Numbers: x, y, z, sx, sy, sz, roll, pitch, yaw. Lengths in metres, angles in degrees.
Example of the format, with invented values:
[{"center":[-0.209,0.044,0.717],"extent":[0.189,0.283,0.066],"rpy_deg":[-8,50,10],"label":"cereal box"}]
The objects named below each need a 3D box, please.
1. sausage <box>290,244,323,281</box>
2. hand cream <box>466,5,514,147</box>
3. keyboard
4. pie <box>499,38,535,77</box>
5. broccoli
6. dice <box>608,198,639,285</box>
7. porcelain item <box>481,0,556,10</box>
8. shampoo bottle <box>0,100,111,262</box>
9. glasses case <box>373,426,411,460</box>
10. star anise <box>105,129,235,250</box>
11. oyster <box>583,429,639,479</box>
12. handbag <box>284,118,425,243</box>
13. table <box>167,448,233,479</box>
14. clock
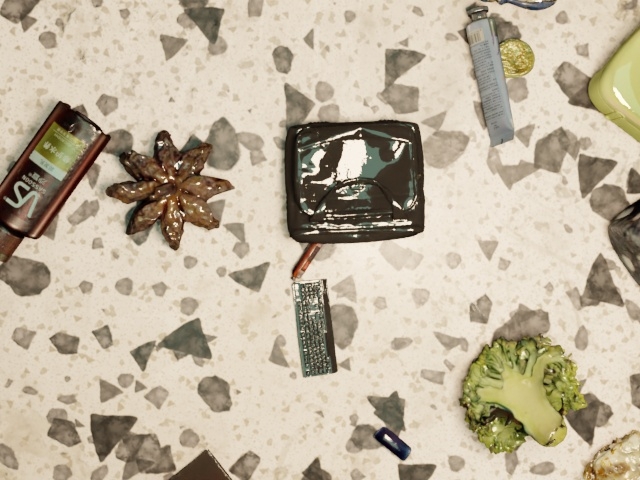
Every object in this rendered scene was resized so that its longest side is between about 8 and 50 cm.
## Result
[{"center":[0.000,0.000,1.620],"extent":[0.028,0.025,0.198],"rpy_deg":[33,93,-35],"label":"sausage"},{"center":[0.334,-0.323,1.589],"extent":[0.058,0.091,0.271],"rpy_deg":[-11,89,-21],"label":"hand cream"},{"center":[-0.011,0.178,1.634],"extent":[0.074,0.015,0.196],"rpy_deg":[-6,94,-2],"label":"keyboard"},{"center":[0.388,-0.364,1.614],"extent":[0.084,0.021,0.084],"rpy_deg":[0,92,2],"label":"pie"},{"center":[0.412,0.325,1.558],"extent":[0.242,0.273,0.180],"rpy_deg":[-42,127,2],"label":"broccoli"},{"center":[0.685,-0.003,1.562],"extent":[0.182,0.183,0.181],"rpy_deg":[-32,92,-1],"label":"dice"},{"center":[0.402,-0.592,1.558],"extent":[0.186,0.138,0.288],"rpy_deg":[5,98,15],"label":"porcelain item"},{"center":[-0.549,-0.107,1.569],"extent":[0.129,0.084,0.323],"rpy_deg":[37,92,0],"label":"shampoo bottle"},{"center":[0.149,0.415,1.647],"extent":[0.083,0.023,0.033],"rpy_deg":[39,92,-3],"label":"glasses case"},{"center":[-0.296,-0.095,1.569],"extent":[0.236,0.109,0.223],"rpy_deg":[-29,98,-2],"label":"star anise"},{"center":[0.599,0.451,1.648],"extent":[0.148,0.051,0.103],"rpy_deg":[-13,91,-16],"label":"oyster"},{"center":[0.068,-0.116,1.575],"extent":[0.275,0.088,0.244],"rpy_deg":[-1,86,-3],"label":"handbag"},{"center":[-0.208,0.589,1.535],"extent":[0.196,0.250,0.282],"rpy_deg":[-38,93,1],"label":"table"},{"center":[0.730,-0.342,1.578],"extent":[0.286,0.117,0.348],"rpy_deg":[37,91,-3],"label":"clock"}]
